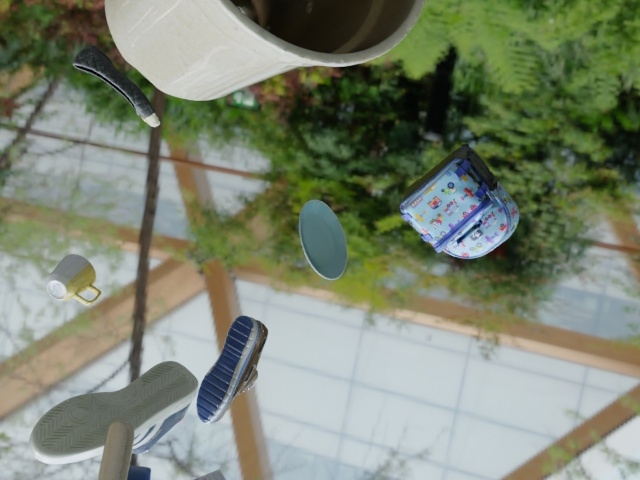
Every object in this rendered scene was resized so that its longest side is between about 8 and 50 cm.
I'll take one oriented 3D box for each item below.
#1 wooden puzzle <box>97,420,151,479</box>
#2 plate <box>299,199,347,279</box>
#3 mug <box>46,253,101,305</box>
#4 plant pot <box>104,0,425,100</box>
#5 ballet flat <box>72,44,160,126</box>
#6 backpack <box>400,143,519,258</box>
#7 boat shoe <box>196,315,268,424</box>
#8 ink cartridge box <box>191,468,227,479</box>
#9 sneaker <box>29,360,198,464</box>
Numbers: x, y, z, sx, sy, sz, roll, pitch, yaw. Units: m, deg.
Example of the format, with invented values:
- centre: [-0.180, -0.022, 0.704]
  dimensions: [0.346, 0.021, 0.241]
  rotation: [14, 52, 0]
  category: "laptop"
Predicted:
- centre: [-0.259, 0.451, 1.280]
  dimensions: [0.080, 0.348, 0.322]
  rotation: [8, -132, -6]
  category: "wooden puzzle"
- centre: [0.000, 0.000, 2.291]
  dimensions: [0.024, 0.188, 0.188]
  rotation: [-18, 169, 31]
  category: "plate"
- centre: [-0.379, 0.063, 1.543]
  dimensions: [0.078, 0.062, 0.064]
  rotation: [8, -154, 16]
  category: "mug"
- centre: [-0.094, -0.313, 1.187]
  dimensions: [0.333, 0.334, 0.305]
  rotation: [7, 164, -32]
  category: "plant pot"
- centre: [-0.332, -0.248, 1.663]
  dimensions: [0.173, 0.049, 0.057]
  rotation: [45, 166, -13]
  category: "ballet flat"
- centre: [0.234, -0.043, 1.653]
  dimensions: [0.173, 0.158, 0.117]
  rotation: [48, -157, -9]
  category: "backpack"
- centre: [-0.132, 0.212, 1.610]
  dimensions: [0.066, 0.183, 0.066]
  rotation: [30, -176, 42]
  category: "boat shoe"
- centre: [-0.241, 0.535, 2.069]
  dimensions: [0.122, 0.052, 0.088]
  rotation: [-17, -132, -30]
  category: "ink cartridge box"
- centre: [-0.377, 0.350, 1.862]
  dimensions: [0.350, 0.148, 0.131]
  rotation: [-17, -129, -42]
  category: "sneaker"
